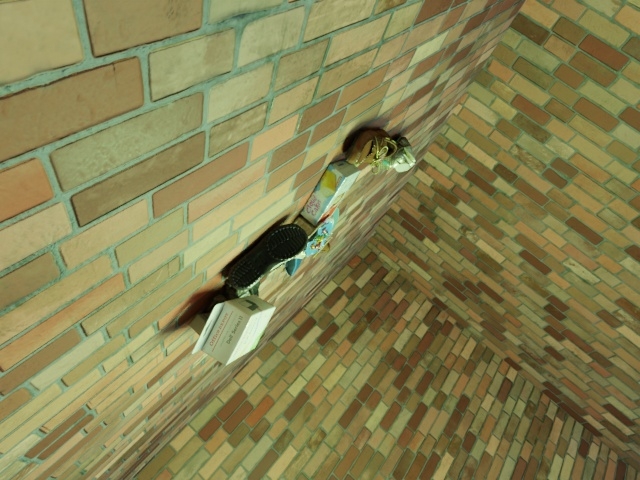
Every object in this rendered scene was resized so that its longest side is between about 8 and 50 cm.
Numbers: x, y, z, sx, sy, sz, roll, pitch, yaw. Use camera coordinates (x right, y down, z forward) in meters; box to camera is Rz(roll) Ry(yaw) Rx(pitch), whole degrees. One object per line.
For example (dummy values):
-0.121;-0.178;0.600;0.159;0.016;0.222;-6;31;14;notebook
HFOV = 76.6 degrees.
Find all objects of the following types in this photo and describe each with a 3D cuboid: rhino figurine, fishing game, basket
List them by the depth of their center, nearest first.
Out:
-0.335;0.193;1.565;0.243;0.073;0.106;-40;162;-36;rhino figurine
0.000;0.000;1.738;0.189;0.041;0.264;-47;163;-17;fishing game
-0.088;-0.014;1.748;0.167;0.113;0.103;-53;165;12;basket

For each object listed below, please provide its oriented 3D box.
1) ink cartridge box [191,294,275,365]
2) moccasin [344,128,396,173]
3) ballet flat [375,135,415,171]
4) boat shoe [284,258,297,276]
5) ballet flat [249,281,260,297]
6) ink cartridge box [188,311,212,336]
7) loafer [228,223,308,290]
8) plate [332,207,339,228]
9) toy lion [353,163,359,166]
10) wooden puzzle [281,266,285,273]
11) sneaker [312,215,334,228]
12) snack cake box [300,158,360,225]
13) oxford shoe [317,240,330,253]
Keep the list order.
-0.312;0.330;1.519;0.207;0.119;0.353;-63;168;4;ink cartridge box
0.217;-0.367;1.663;0.139;0.147;0.380;-55;168;26;moccasin
0.388;-0.422;2.066;0.164;0.182;0.483;-57;167;29;ballet flat
-0.138;0.079;1.941;0.109;0.089;0.258;-58;171;-36;boat shoe
-0.309;0.218;1.855;0.057;0.049;0.173;-39;159;-31;ballet flat
-0.433;0.334;1.576;0.056;0.099;0.135;-50;169;1;ink cartridge box
-0.207;0.058;1.539;0.366;0.134;0.130;-34;-179;-28;loafer
0.056;-0.109;2.036;0.188;0.024;0.188;-50;150;-43;plate
0.135;-0.339;1.751;0.096;0.034;0.100;-38;166;-19;toy lion
-0.182;0.145;2.178;0.083;0.006;0.049;-46;169;-18;wooden puzzle
-0.048;-0.060;1.869;0.115;0.090;0.232;7;142;-40;sneaker
0.041;-0.200;1.684;0.264;0.089;0.152;-56;169;32;snack cake box
0.023;0.027;2.432;0.076;0.076;0.212;-63;167;12;oxford shoe
